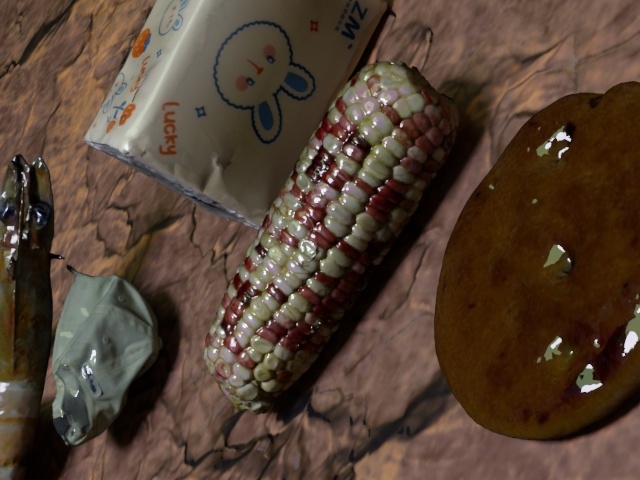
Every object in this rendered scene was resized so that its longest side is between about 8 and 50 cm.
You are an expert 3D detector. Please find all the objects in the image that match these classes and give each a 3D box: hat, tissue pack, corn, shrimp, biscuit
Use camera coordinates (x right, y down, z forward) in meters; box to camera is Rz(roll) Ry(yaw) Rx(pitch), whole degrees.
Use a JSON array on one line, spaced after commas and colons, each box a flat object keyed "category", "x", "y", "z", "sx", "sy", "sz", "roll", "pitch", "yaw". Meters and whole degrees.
[{"category": "hat", "x": -0.168, "y": 0.085, "z": 1.237, "sx": 0.166, "sy": 0.081, "sz": 0.122, "roll": -152, "pitch": 65, "yaw": -76}, {"category": "tissue pack", "x": -0.058, "y": -0.123, "z": 1.158, "sx": 0.092, "sy": 0.148, "sz": 0.196, "roll": 17, "pitch": 80, "yaw": 55}, {"category": "corn", "x": 0.000, "y": 0.000, "z": 1.043, "sx": 0.253, "sy": 0.086, "sz": 0.086, "roll": -57, "pitch": 32, "yaw": 9}, {"category": "shrimp", "x": -0.242, "y": 0.068, "z": 1.278, "sx": 0.169, "sy": 0.058, "sz": 0.296, "roll": -131, "pitch": 47, "yaw": -71}, {"category": "biscuit", "x": 0.136, "y": 0.009, "z": 0.890, "sx": 0.212, "sy": 0.036, "sz": 0.212, "roll": -35, "pitch": 41, "yaw": 37}]
